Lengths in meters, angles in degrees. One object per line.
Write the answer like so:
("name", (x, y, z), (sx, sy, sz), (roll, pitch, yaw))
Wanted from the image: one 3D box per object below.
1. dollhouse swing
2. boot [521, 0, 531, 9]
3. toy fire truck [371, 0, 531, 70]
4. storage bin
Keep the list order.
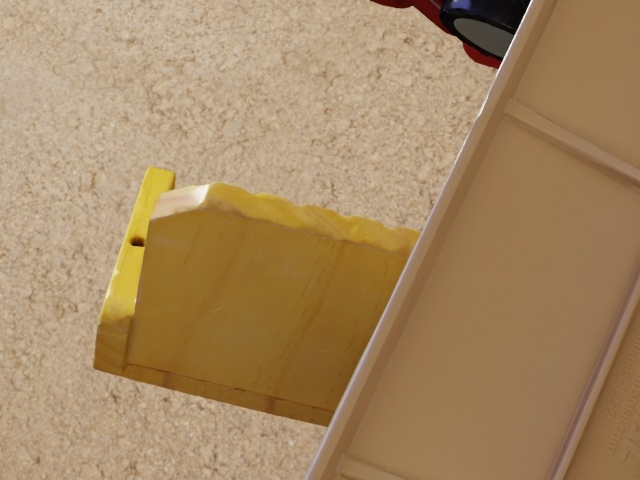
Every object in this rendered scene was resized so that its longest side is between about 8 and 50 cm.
("dollhouse swing", (0.000, 0.000, 1.505), (0.315, 0.347, 0.305), (-79, 4, -48))
("boot", (0.099, -0.159, 0.567), (0.137, 0.077, 0.198), (-69, -17, -2))
("toy fire truck", (0.085, -0.146, 0.812), (0.217, 0.246, 0.158), (32, -99, -45))
("storage bin", (0.064, 0.074, 0.566), (0.262, 0.123, 0.260), (108, -172, -72))
